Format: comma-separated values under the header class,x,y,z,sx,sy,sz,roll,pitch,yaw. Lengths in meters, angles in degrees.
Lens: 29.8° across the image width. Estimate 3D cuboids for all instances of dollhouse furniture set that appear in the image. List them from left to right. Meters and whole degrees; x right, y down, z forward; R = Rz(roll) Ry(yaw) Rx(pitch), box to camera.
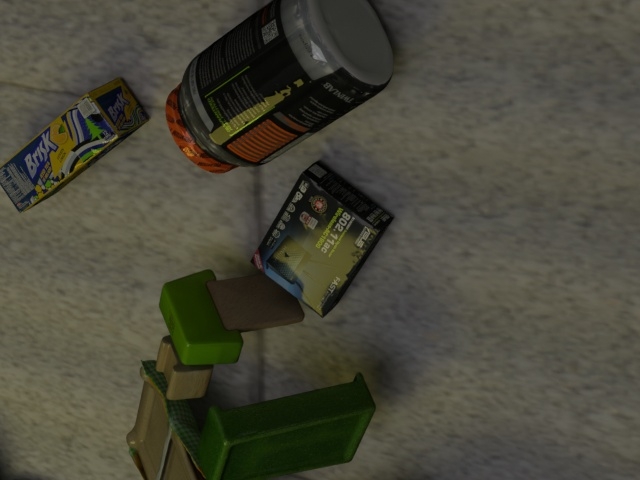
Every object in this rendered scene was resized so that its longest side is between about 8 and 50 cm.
class,x,y,z,sx,sy,sz,roll,pitch,yaw
dollhouse furniture set,-0.085,0.190,1.234,0.197,0.151,0.301,63,149,34

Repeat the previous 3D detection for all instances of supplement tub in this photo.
class,x,y,z,sx,sy,sz,roll,pitch,yaw
supplement tub,-0.040,-0.139,1.052,0.190,0.117,0.117,-28,97,34

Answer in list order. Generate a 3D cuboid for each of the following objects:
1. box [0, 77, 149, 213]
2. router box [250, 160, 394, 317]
class,x,y,z,sx,sy,sz,roll,pitch,yaw
box,-0.254,-0.095,1.218,0.169,0.059,0.054,-31,96,34
router box,0.000,0.000,1.140,0.092,0.038,0.122,36,124,8
